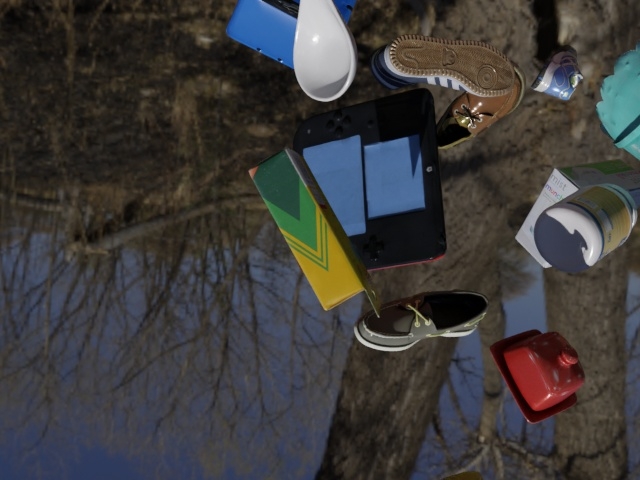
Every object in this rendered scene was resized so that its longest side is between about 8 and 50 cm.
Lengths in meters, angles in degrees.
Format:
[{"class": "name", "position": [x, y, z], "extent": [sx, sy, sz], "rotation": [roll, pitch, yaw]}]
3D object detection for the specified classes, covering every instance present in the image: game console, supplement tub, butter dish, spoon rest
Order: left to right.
[{"class": "game console", "position": [-0.076, -0.645, 2.056], "extent": [0.293, 0.250, 0.173], "rotation": [24, 166, -14]}, {"class": "spoon rest", "position": [0.009, -0.365, 1.194], "extent": [0.137, 0.276, 0.084], "rotation": [15, -165, 43]}, {"class": "game console", "position": [0.096, -0.119, 1.606], "extent": [0.342, 0.386, 0.060], "rotation": [-12, 162, 30]}, {"class": "butter dish", "position": [0.417, 0.227, 1.343], "extent": [0.160, 0.160, 0.118], "rotation": [-10, 156, -38]}, {"class": "supplement tub", "position": [0.550, -0.032, 1.525], "extent": [0.199, 0.144, 0.144], "rotation": [-25, -156, -38]}]

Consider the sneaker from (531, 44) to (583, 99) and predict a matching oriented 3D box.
[{"class": "sneaker", "position": [0.517, -0.354, 1.583], "extent": [0.081, 0.080, 0.211], "rotation": [34, -136, 9]}]

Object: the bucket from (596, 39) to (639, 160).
[{"class": "bucket", "position": [0.718, -0.267, 1.478], "extent": [0.281, 0.281, 0.183], "rotation": [5, -143, -22]}]

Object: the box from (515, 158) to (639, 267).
[{"class": "box", "position": [0.663, -0.070, 1.860], "extent": [0.262, 0.231, 0.127], "rotation": [-10, -134, -32]}]

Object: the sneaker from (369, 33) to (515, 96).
[{"class": "sneaker", "position": [0.233, -0.339, 1.460], "extent": [0.282, 0.099, 0.153], "rotation": [7, 180, -21]}]

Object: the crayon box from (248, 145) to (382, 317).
[{"class": "crayon box", "position": [0.000, 0.000, 1.297], "extent": [0.081, 0.318, 0.202], "rotation": [-30, 178, 7]}]

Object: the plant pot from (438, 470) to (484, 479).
[{"class": "plant pot", "position": [0.285, 0.664, 1.596], "extent": [0.254, 0.254, 0.239], "rotation": [3, -131, -38]}]

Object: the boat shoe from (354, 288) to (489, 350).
[{"class": "boat shoe", "position": [0.218, 0.160, 1.570], "extent": [0.305, 0.109, 0.091], "rotation": [-5, 149, -24]}]

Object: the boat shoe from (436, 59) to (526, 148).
[{"class": "boat shoe", "position": [0.344, -0.283, 1.633], "extent": [0.111, 0.104, 0.307], "rotation": [45, 158, 4]}]
